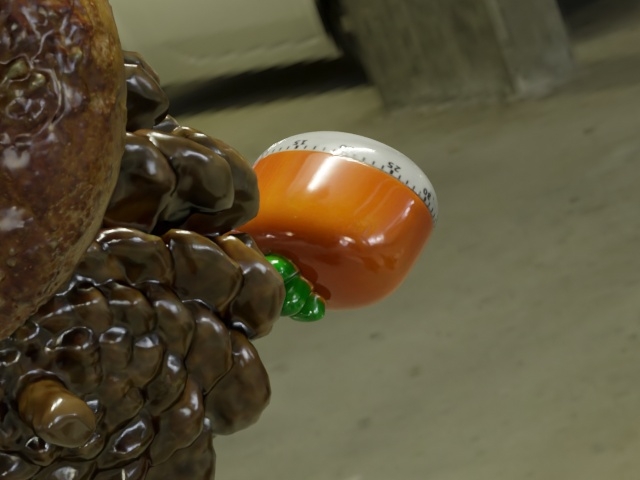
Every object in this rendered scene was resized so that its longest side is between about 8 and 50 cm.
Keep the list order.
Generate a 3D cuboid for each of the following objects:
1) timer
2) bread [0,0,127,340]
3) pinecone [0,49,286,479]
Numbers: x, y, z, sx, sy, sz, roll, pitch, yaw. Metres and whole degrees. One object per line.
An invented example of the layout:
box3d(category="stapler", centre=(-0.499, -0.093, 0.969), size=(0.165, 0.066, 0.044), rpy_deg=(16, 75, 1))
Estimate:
box3d(category="timer", centre=(0.000, 0.000, 1.018), size=(0.136, 0.099, 0.136), rpy_deg=(-17, 47, 19))
box3d(category="bread", centre=(-0.148, -0.048, 0.545), size=(0.193, 0.193, 0.064), rpy_deg=(-16, 1, 23))
box3d(category="pinecone", centre=(-0.143, 0.015, 0.778), size=(0.244, 0.244, 0.309), rpy_deg=(-20, 33, 5))
